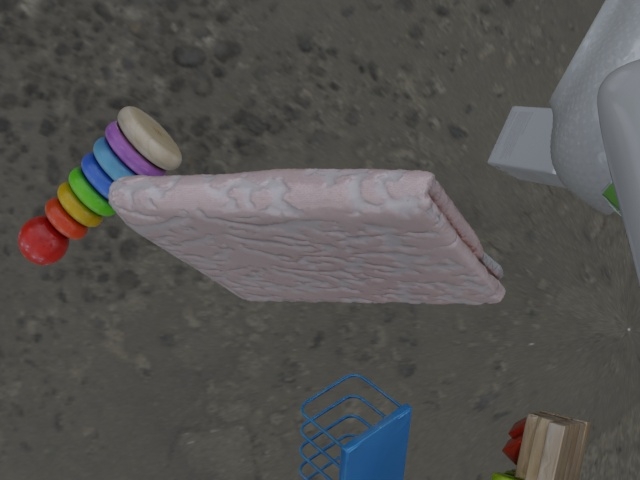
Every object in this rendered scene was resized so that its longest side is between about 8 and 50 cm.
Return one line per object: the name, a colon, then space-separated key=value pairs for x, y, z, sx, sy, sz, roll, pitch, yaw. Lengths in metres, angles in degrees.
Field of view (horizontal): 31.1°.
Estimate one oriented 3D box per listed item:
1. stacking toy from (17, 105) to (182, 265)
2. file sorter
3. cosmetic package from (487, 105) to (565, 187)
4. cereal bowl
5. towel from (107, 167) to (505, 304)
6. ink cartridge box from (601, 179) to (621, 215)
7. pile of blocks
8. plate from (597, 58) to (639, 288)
stacking toy: x=-0.402 y=-0.079 z=2.036 sx=0.330 sy=0.141 sz=0.141 roll=-43 pitch=77 yaw=11
file sorter: x=0.039 y=0.282 z=1.537 sx=0.104 sy=0.118 sz=0.170 roll=35 pitch=138 yaw=35
cosmetic package: x=0.385 y=-0.157 z=1.939 sx=0.085 sy=0.231 sz=0.117 roll=24 pitch=91 yaw=-22
cereal bowl: x=0.385 y=-0.208 z=1.443 sx=0.141 sy=0.339 sz=0.339 roll=29 pitch=93 yaw=7
towel: x=0.000 y=0.000 z=1.190 sx=0.332 sy=0.317 sz=0.053 roll=-1 pitch=71 yaw=23
ink cartridge box: x=0.314 y=-0.097 z=0.868 sx=0.062 sy=0.109 sz=0.209 roll=48 pitch=137 yaw=16
pile of blocks: x=0.255 y=0.372 z=1.461 sx=0.113 sy=0.149 sz=0.362 roll=12 pitch=114 yaw=31
plate: x=0.253 y=0.007 z=0.436 sx=0.278 sy=0.045 sz=0.277 roll=-17 pitch=65 yaw=27
